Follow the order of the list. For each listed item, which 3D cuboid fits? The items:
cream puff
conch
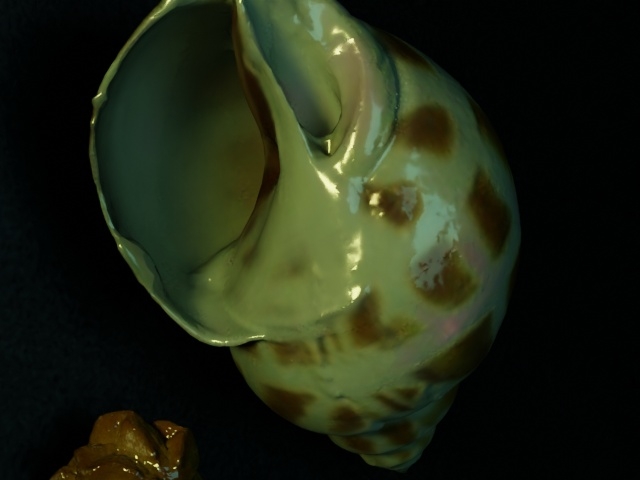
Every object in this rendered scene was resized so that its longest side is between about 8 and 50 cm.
[{"bbox_3d":[-0.111,0.164,1.182,0.116,0.094,0.122,4,83,-41],"label":"cream puff"},{"bbox_3d":[0.000,-0.001,1.211,0.249,0.197,0.368,-14,100,-3],"label":"conch"}]
